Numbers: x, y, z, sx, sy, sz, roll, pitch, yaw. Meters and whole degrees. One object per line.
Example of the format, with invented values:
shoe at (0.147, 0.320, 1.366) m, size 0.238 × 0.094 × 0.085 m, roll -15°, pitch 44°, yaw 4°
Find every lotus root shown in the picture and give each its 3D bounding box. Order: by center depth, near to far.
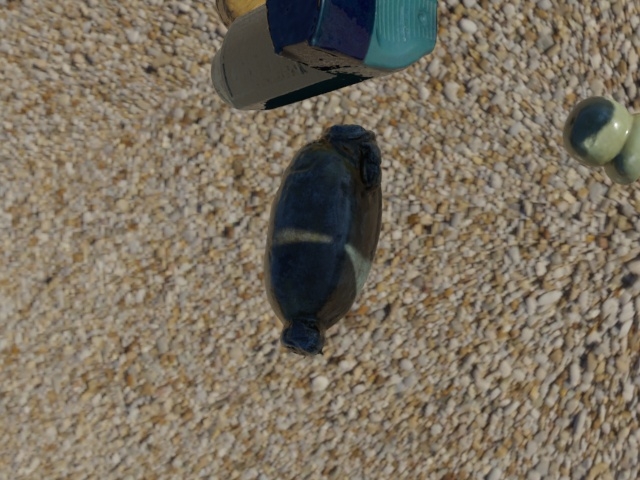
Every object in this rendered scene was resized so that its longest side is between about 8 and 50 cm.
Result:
lotus root at (-0.002, 0.000, 1.349) m, size 0.174 × 0.175 × 0.350 m, roll 12°, pitch 85°, yaw 21°

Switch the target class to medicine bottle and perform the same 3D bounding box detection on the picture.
medicine bottle at (-0.018, -0.147, 0.668) m, size 0.258 × 0.124 × 0.079 m, roll -3°, pitch 88°, yaw 62°

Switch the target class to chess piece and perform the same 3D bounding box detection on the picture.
chess piece at (0.456, -0.119, 1.259) m, size 0.243 × 0.133 × 0.133 m, roll 25°, pitch 100°, yaw 0°

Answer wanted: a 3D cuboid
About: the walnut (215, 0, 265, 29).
walnut at (-0.092, -0.440, 1.586) m, size 0.197 × 0.165 × 0.165 m, roll -42°, pitch 75°, yaw 3°
